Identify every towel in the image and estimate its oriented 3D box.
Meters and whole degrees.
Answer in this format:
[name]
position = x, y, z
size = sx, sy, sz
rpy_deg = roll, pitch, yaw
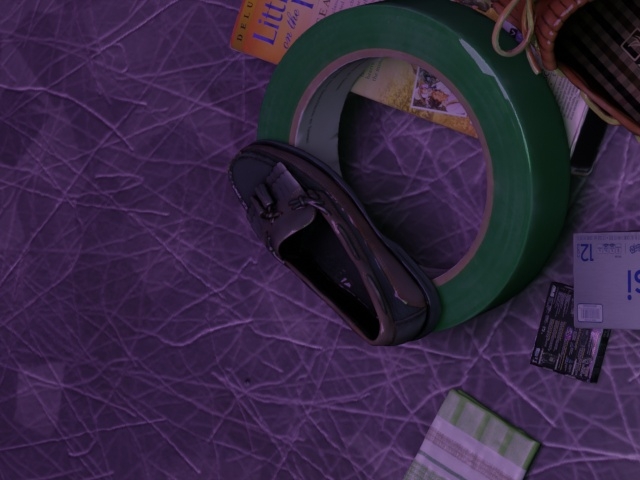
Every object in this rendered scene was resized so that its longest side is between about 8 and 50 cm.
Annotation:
[towel]
position = 0.140, 0.237, 1.897
size = 0.113, 0.023, 0.152
rpy_deg = 32, 101, 28

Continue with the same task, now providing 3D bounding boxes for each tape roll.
[tape roll]
position = 0.085, -0.073, 1.869
size = 0.321, 0.077, 0.321
rpy_deg = 11, 108, 36

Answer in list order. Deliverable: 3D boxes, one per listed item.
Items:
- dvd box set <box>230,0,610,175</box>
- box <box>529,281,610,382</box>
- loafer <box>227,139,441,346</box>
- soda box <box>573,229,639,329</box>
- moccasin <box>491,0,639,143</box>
[dvd box set]
position = 0.127, -0.272, 1.920
size = 0.420, 0.062, 0.308
rpy_deg = 22, 98, 31
[box]
position = 0.242, 0.088, 1.844
size = 0.067, 0.018, 0.083
rpy_deg = 16, 95, 32
[loafer]
position = 0.000, 0.000, 1.850
size = 0.267, 0.084, 0.096
rpy_deg = 42, 126, 21
[soda box]
position = 0.355, 0.035, 1.682
size = 0.286, 0.098, 0.091
rpy_deg = -1, 89, 50
[moccasin]
position = 0.238, -0.196, 1.724
size = 0.139, 0.147, 0.380
rpy_deg = -44, 69, 20
